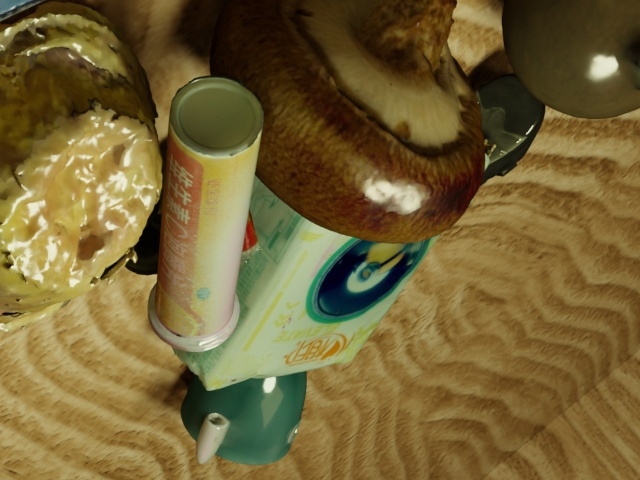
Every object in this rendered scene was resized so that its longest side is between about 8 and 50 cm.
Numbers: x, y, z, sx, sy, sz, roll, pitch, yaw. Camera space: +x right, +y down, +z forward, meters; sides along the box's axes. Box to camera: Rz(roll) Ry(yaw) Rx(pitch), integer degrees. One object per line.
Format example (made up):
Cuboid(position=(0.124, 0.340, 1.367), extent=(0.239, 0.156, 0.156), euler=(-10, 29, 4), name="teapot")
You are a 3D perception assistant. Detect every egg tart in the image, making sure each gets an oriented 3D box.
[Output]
Cuboid(position=(-0.264, -0.054, 1.608), extent=(0.352, 0.150, 0.352), euler=(-31, 132, -41), name="egg tart")

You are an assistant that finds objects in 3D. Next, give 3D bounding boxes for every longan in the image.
Cuboid(position=(0.366, -0.274, 2.051), extent=(0.300, 0.300, 0.243), euler=(-32, 125, -14), name="longan")

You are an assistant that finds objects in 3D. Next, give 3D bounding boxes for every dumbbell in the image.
Cuboid(position=(-0.211, -0.019, 1.921), extent=(0.081, 0.082, 0.254), euler=(-35, 155, -8), name="dumbbell")

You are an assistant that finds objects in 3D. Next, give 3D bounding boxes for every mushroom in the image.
Cuboid(position=(0.044, -0.175, 1.782), extent=(0.345, 0.345, 0.260), euler=(-5, 142, -50), name="mushroom")

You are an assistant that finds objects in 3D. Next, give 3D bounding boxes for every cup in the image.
Cuboid(position=(-0.095, 0.198, 2.345), extent=(0.300, 0.167, 0.173), euler=(-48, 162, -57), name="cup")

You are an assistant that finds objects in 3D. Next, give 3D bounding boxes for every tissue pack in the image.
Cuboid(position=(0.000, 0.000, 2.139), extent=(0.287, 0.162, 0.388), euler=(-6, 139, -44), name="tissue pack")

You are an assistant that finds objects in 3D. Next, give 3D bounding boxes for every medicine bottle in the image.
Cuboid(position=(-0.125, -0.021, 1.772), extent=(0.108, 0.108, 0.426), euler=(-29, 158, -21), name="medicine bottle")

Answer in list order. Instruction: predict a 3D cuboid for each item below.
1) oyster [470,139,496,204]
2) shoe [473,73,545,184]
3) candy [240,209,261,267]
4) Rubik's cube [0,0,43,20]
Cuboid(position=(0.160, -0.079, 2.204), extent=(0.165, 0.108, 0.053), euler=(-22, 167, 38), name="oyster")
Cuboid(position=(0.202, -0.123, 2.280), extent=(0.291, 0.114, 0.137), euler=(-45, 172, 27), name="shoe")
Cuboid(position=(-0.125, -0.049, 1.943), extent=(0.086, 0.059, 0.292), euler=(-10, 129, 3), name="candy")
Cuboid(position=(-0.241, -0.336, 1.172), extent=(0.259, 0.255, 0.260), euler=(-28, 154, -24), name="Rubik's cube")
